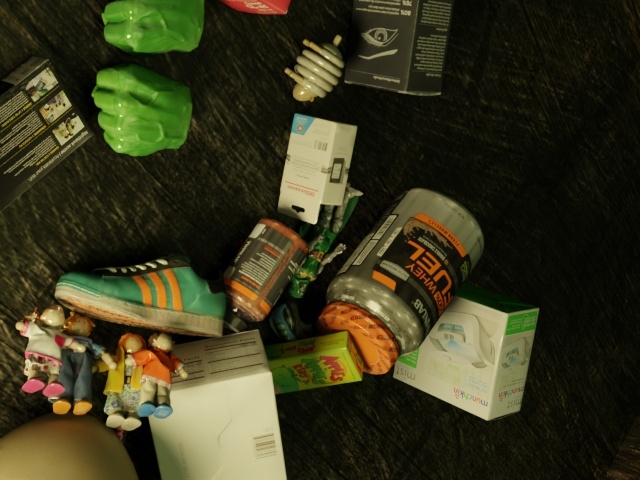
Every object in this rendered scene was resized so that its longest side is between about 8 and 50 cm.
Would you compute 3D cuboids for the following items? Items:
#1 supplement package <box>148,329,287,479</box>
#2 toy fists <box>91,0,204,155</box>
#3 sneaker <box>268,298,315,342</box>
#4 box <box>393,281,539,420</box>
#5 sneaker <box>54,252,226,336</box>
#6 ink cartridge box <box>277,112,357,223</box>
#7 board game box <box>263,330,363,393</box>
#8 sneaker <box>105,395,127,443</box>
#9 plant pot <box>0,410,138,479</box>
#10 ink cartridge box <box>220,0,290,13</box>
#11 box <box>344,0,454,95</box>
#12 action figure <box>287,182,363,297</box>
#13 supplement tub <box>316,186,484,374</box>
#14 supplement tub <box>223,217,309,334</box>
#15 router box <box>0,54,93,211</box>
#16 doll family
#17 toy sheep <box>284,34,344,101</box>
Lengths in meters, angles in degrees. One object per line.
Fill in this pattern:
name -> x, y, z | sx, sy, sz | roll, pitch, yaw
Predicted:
supplement package -> -0.173, 0.309, 1.629 | 0.204, 0.145, 0.262 | -10, 116, -9
toy fists -> -0.258, -0.262, 1.433 | 0.142, 0.096, 0.279 | -3, 105, -58
sneaker -> -0.029, 0.181, 1.851 | 0.078, 0.067, 0.188 | -48, 131, -19
box -> 0.301, 0.217, 2.066 | 0.127, 0.262, 0.231 | -4, 108, -45
sneaker -> -0.274, 0.072, 1.541 | 0.302, 0.108, 0.121 | 18, 73, -43
ink cartridge box -> -0.007, -0.125, 1.736 | 0.060, 0.104, 0.180 | 1, 104, -48
board game box -> -0.023, 0.225, 1.796 | 0.043, 0.181, 0.092 | -82, 154, -48
sneaker -> -0.321, 0.293, 1.607 | 0.057, 0.047, 0.119 | 0, 106, -58
plant pot -> -0.381, 0.363, 1.435 | 0.191, 0.284, 0.284 | -81, 155, -49
ink cartridge box -> -0.153, -0.492, 1.432 | 0.306, 0.131, 0.226 | 19, 90, -49
box -> 0.141, -0.372, 1.767 | 0.108, 0.153, 0.207 | -7, 110, -45
action figure -> 0.000, 0.000, 1.825 | 0.137, 0.063, 0.232 | 28, 87, -51
supplement tub -> 0.150, 0.077, 1.877 | 0.338, 0.207, 0.207 | -52, 135, -29
supplement tub -> -0.111, 0.065, 1.694 | 0.198, 0.106, 0.106 | -56, 136, -16
router box -> -0.414, -0.146, 1.344 | 0.179, 0.046, 0.133 | -45, 133, -25
doll family -> -0.332, 0.184, 1.456 | 0.263, 0.163, 0.118 | 18, 135, -23
toy sheep -> -0.004, -0.297, 1.693 | 0.091, 0.091, 0.132 | 24, 105, -48
